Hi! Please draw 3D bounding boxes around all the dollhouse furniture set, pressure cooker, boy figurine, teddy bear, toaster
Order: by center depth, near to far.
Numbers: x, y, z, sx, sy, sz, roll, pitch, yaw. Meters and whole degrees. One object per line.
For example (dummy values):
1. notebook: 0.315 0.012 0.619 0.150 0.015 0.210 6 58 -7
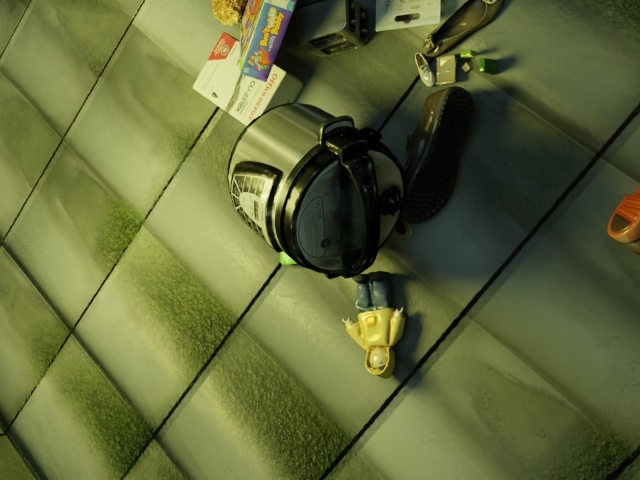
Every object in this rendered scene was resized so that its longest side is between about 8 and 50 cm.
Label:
1. pressure cooker: 0.006 -0.127 1.575 0.375 0.370 0.420 -54 46 4
2. dollhouse furniture set: 0.378 -0.451 1.649 0.152 0.059 0.076 4 97 45
3. boy figurine: 0.142 0.229 1.697 0.177 0.092 0.285 -7 81 23
4. toaster: 0.026 -0.595 1.748 0.186 0.168 0.110 -8 85 25
5. teddy bear: -0.232 -0.823 1.920 0.338 0.113 0.245 -36 71 20

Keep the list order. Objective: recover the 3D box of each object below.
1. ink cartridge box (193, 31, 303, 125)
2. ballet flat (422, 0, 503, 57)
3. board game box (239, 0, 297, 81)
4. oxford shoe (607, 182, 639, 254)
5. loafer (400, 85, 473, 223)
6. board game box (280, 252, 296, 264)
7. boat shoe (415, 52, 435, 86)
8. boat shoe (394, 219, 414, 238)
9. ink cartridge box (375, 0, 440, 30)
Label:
1. ink cartridge box: -0.218 -0.465 1.893 0.273 0.114 0.197 37 103 22
2. ballet flat: 0.367 -0.571 1.640 0.250 0.058 0.084 -36 74 21
3. board game box: -0.151 -0.621 1.736 0.347 0.078 0.233 -99 29 -51
4. oxford shoe: 0.795 -0.125 1.396 0.133 0.130 0.363 35 97 -10
5. loafer: 0.286 -0.221 1.646 0.130 0.134 0.365 38 109 61
6. board game box: 0.000 0.000 1.808 0.260 0.039 0.124 -5 85 23
7. boat shoe: 0.278 -0.459 1.691 0.035 0.035 0.100 -22 78 24
8. boat shoe: 0.199 -0.062 1.706 0.050 0.045 0.135 -48 69 16
9. ink cartridge box: 0.244 -0.691 1.715 0.189 0.066 0.232 2 96 26
